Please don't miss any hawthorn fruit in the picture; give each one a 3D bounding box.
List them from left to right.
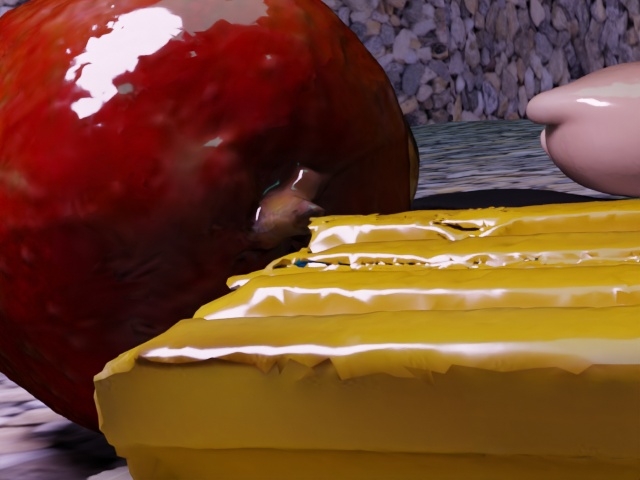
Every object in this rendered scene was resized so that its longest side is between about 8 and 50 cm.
[{"bbox_3d":[-0.054,-0.015,0.626,0.215,0.215,0.249,-9,10,-32],"label":"hawthorn fruit"}]

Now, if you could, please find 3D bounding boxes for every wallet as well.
[{"bbox_3d":[0.181,-0.033,1.391,0.124,0.025,0.244,-8,7,-25],"label":"wallet"}]

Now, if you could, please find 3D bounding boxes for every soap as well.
[{"bbox_3d":[0.124,0.047,0.384,0.324,0.096,0.204,-2,11,21],"label":"soap"}]

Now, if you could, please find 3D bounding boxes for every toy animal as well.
[{"bbox_3d":[0.377,-0.162,1.343,0.345,0.247,0.277,1,4,18],"label":"toy animal"}]

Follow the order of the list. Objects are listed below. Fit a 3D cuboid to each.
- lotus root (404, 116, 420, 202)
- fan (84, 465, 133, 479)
[{"bbox_3d":[-0.007,-0.065,1.197,0.169,0.141,0.314,-22,17,6],"label":"lotus root"},{"bbox_3d":[0.084,0.080,0.530,0.414,0.012,0.233,-11,12,-23],"label":"fan"}]
